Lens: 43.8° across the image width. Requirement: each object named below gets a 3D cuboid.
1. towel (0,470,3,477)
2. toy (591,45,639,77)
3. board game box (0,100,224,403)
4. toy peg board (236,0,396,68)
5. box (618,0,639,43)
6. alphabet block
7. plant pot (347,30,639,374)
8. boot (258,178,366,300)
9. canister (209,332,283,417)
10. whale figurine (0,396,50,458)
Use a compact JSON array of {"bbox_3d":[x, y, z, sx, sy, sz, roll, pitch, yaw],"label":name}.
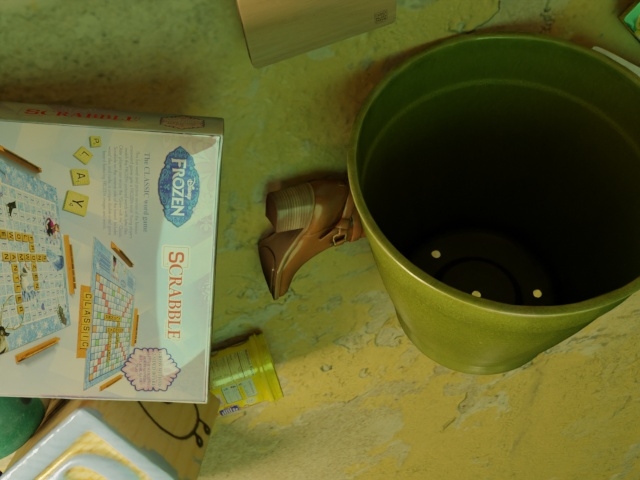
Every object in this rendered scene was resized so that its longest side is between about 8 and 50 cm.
[{"bbox_3d":[-0.604,0.310,1.036,0.227,0.076,0.308,-41,130,-4],"label":"towel"},{"bbox_3d":[0.398,-0.180,1.078,0.237,0.056,0.137,14,131,-30],"label":"toy"},{"bbox_3d":[-0.267,0.019,0.832,0.317,0.066,0.319,4,115,-7],"label":"board game box"},{"bbox_3d":[-0.012,-0.271,0.783,0.161,0.079,0.161,-19,155,-5],"label":"toy peg board"},{"bbox_3d":[0.454,-0.279,1.008,0.179,0.043,0.105,22,123,-43],"label":"box"},{"bbox_3d":[-0.279,0.273,1.086,0.193,0.197,0.192,-39,108,19],"label":"alphabet block"},{"bbox_3d":[0.218,0.000,0.996,0.366,0.367,0.353,-17,151,-7],"label":"plant pot"},{"bbox_3d":[0.000,0.000,1.073,0.152,0.073,0.197,-11,141,-21],"label":"boot"},{"bbox_3d":[-0.153,0.220,1.235,0.169,0.073,0.126,-18,139,-5],"label":"canister"},{"bbox_3d":[-0.464,0.176,0.971,0.216,0.141,0.272,-12,135,30],"label":"whale figurine"}]
